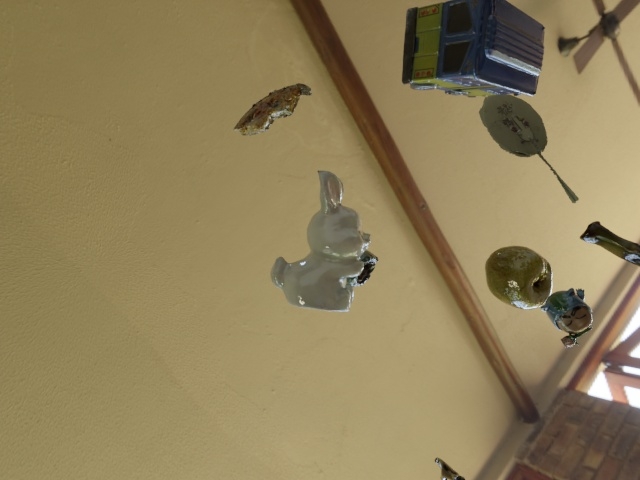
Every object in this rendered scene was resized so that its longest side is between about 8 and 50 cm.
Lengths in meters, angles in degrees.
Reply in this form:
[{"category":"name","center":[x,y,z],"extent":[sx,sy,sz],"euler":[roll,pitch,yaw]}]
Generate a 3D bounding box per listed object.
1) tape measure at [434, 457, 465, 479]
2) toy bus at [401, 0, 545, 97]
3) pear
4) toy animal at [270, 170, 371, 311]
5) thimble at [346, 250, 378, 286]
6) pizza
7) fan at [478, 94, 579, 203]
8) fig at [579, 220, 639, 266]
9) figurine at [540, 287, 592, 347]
[{"category":"tape measure","center":[0.223,0.347,0.567],"extent":[0.107,0.180,0.104],"euler":[1,-75,1]},{"category":"toy bus","center":[0.302,-0.360,0.799],"extent":[0.288,0.175,0.138],"euler":[-11,-72,-43]},{"category":"pear","center":[0.696,0.129,1.469],"extent":[0.189,0.211,0.228],"euler":[-13,-74,-24]},{"category":"toy animal","center":[0.009,0.006,1.112],"extent":[0.241,0.196,0.367],"euler":[15,-86,3]},{"category":"thimble","center":[0.109,0.081,1.304],"extent":[0.135,0.090,0.118],"euler":[-10,-54,-53]},{"category":"pizza","center":[-0.046,-0.125,0.391],"extent":[0.083,0.037,0.016],"euler":[-30,-34,4]},{"category":"fan","center":[0.640,-0.286,1.235],"extent":[0.233,0.012,0.414],"euler":[-33,-99,-23]},{"category":"fig","center":[0.393,0.036,0.324],"extent":[0.191,0.190,0.290],"euler":[-5,-133,-29]},{"category":"figurine","center":[0.689,0.215,1.121],"extent":[0.178,0.114,0.144],"euler":[34,-142,-42]}]
